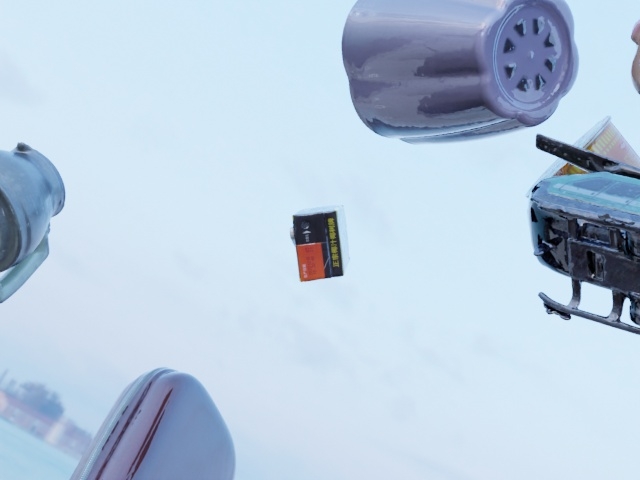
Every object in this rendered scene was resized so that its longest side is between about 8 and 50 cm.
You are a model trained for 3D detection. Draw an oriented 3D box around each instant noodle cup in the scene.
[{"bbox_3d":[0.410,-0.054,1.412,0.185,0.168,0.168,45,-17,2],"label":"instant noodle cup"}]

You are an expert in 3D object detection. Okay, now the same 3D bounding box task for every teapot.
[{"bbox_3d":[-0.169,-0.012,0.541,0.066,0.057,0.088,15,-59,23],"label":"teapot"}]

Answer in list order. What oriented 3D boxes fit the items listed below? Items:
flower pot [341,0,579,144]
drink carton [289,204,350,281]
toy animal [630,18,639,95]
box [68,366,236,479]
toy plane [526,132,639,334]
[{"bbox_3d":[0.204,-0.251,1.356,0.265,0.265,0.243,41,-16,-34],"label":"flower pot"},{"bbox_3d":[0.000,0.000,1.081,0.056,0.071,0.166,-9,3,4],"label":"drink carton"},{"bbox_3d":[0.437,-0.208,1.143,0.154,0.250,0.166,34,-59,-12],"label":"toy animal"},{"bbox_3d":[-0.237,0.363,1.362,0.108,0.404,0.263,-9,-59,23],"label":"box"},{"bbox_3d":[0.297,-0.001,0.767,0.382,0.155,0.106,15,-52,43],"label":"toy plane"}]
